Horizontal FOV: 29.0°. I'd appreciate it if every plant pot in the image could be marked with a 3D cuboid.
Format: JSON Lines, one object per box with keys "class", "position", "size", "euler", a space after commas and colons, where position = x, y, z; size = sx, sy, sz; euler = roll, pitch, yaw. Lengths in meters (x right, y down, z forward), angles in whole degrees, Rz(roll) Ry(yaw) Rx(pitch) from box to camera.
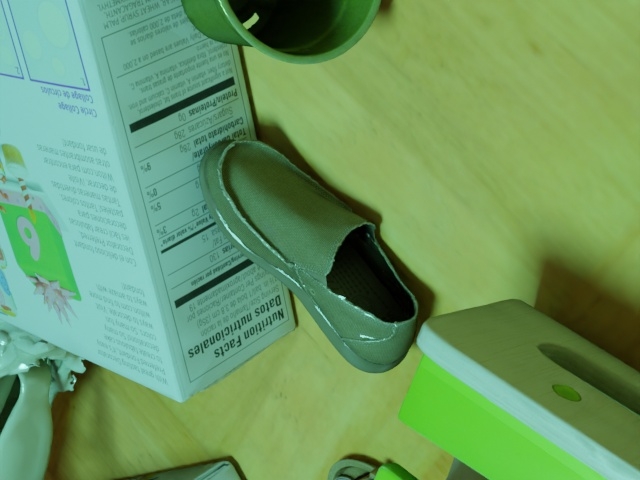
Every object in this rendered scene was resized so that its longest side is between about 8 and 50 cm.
{"class": "plant pot", "position": [-0.027, -0.118, 0.561], "size": [0.079, 0.083, 0.083], "euler": [4, 119, 61]}

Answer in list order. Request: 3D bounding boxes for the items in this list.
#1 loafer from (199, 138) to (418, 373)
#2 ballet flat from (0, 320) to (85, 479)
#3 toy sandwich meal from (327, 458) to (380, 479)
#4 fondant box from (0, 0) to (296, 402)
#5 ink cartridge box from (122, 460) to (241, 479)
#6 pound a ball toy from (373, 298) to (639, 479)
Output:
{"class": "loafer", "position": [0.000, 0.000, 0.629], "size": [0.148, 0.056, 0.050], "euler": [46, 142, 0]}
{"class": "ballet flat", "position": [-0.287, 0.209, 0.906], "size": [0.147, 0.147, 0.408], "euler": [32, 104, 31]}
{"class": "toy sandwich meal", "position": [0.029, 0.166, 0.730], "size": [0.086, 0.029, 0.085], "euler": [29, 134, 34]}
{"class": "fondant box", "position": [-0.154, -0.096, 0.702], "size": [0.238, 0.096, 0.330], "euler": [16, 125, 43]}
{"class": "ink cartridge box", "position": [-0.125, 0.287, 0.920], "size": [0.278, 0.117, 0.201], "euler": [-24, 96, 54]}
{"class": "pound a ball toy", "position": [0.182, 0.119, 0.465], "size": [0.319, 0.136, 0.208], "euler": [32, 111, 31]}
